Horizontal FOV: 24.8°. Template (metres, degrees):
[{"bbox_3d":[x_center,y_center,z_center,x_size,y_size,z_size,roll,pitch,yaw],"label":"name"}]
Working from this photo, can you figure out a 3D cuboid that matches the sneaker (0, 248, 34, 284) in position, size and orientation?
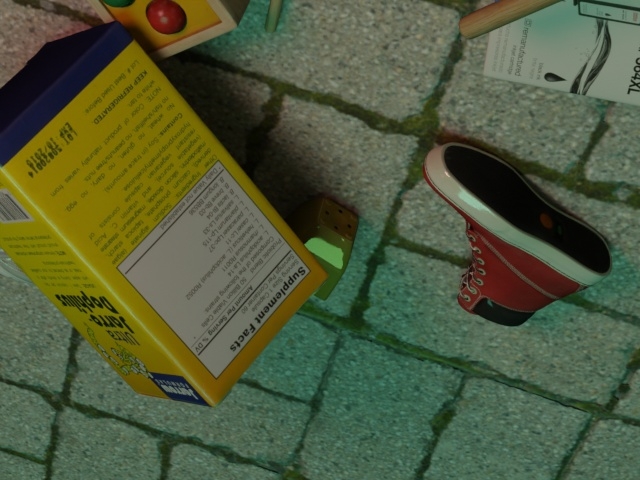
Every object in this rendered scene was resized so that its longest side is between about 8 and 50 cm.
[{"bbox_3d":[-0.354,-0.043,1.679,0.111,0.103,0.252,0,136,42],"label":"sneaker"}]

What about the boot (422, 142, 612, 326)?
[{"bbox_3d":[0.171,0.005,1.590,0.244,0.088,0.176,35,135,-21],"label":"boot"}]

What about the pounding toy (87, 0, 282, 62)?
[{"bbox_3d":[-0.109,-0.247,1.423,0.206,0.094,0.181,-17,126,31],"label":"pounding toy"}]

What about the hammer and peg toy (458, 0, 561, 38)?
[{"bbox_3d":[0.120,-0.317,1.159,0.266,0.127,0.361,-35,87,40],"label":"hammer and peg toy"}]

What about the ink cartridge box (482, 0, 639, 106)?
[{"bbox_3d":[0.264,-0.212,1.344,0.203,0.086,0.148,12,134,8],"label":"ink cartridge box"}]

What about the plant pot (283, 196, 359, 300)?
[{"bbox_3d":[0.000,0.000,1.644,0.081,0.081,0.083,31,128,-13],"label":"plant pot"}]

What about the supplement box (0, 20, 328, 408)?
[{"bbox_3d":[-0.199,-0.021,1.512,0.356,0.194,0.195,51,155,-21],"label":"supplement box"}]
